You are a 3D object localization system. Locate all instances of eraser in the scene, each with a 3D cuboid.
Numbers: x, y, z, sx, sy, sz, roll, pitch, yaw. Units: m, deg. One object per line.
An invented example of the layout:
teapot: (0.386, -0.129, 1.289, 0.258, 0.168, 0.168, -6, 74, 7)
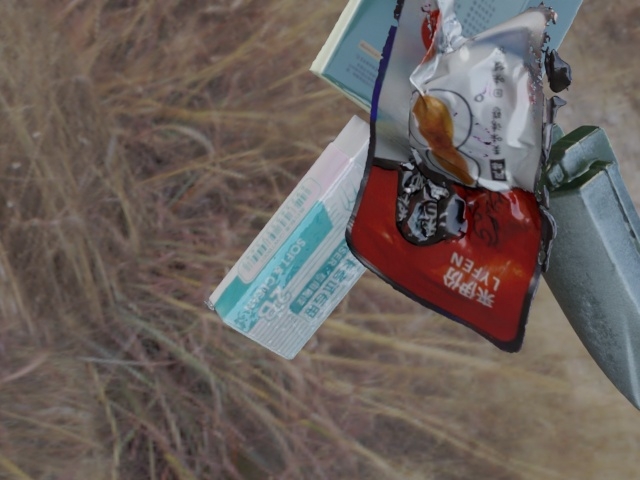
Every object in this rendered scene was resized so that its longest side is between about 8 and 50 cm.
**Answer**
eraser: (0.000, 0.000, 1.020, 0.095, 0.052, 0.225, 35, 96, -35)

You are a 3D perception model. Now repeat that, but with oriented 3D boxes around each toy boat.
toy boat: (0.265, 0.045, 0.965, 0.092, 0.141, 0.319, -35, 109, -14)

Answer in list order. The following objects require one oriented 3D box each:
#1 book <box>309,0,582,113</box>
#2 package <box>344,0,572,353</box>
book: (0.174, -0.275, 1.180, 0.264, 0.031, 0.379, 33, 81, -32)
package: (0.101, -0.063, 0.806, 0.071, 0.194, 0.269, -21, 131, -27)
